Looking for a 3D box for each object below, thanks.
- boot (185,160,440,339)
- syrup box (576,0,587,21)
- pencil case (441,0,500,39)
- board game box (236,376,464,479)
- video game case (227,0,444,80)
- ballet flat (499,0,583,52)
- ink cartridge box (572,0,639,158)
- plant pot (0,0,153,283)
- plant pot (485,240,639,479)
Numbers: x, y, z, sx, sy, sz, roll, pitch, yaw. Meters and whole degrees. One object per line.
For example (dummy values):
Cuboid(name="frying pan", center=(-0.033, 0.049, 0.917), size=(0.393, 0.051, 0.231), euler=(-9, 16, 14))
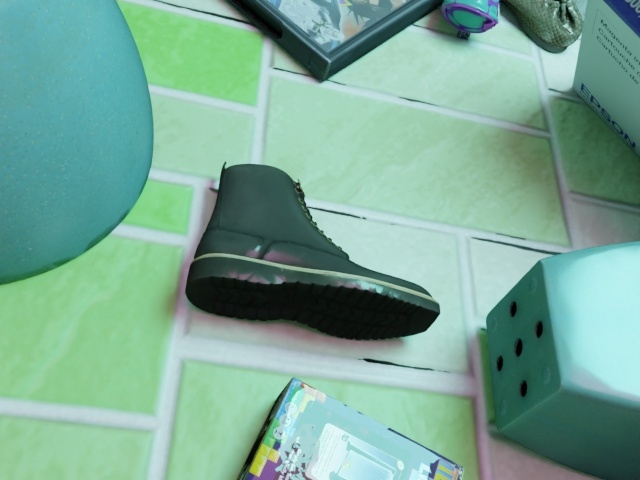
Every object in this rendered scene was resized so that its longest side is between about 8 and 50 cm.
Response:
Cuboid(name="boot", center=(0.000, 0.000, 0.556), size=(0.198, 0.076, 0.137), euler=(13, 51, -12))
Cuboid(name="syrup box", center=(0.362, -0.372, 0.896), size=(0.096, 0.093, 0.236), euler=(-29, 71, -30))
Cuboid(name="pencil case", center=(0.196, -0.316, 0.788), size=(0.070, 0.064, 0.151), euler=(24, 79, -5))
Cuboid(name="board game box", center=(0.004, 0.198, 0.443), size=(0.141, 0.048, 0.170), euler=(29, 54, -1))
Cuboid(name="video game case", center=(0.002, -0.326, 0.782), size=(0.248, 0.035, 0.275), euler=(42, 56, 10))
Cuboid(name="ballet flat", center=(0.230, -0.335, 0.850), size=(0.250, 0.058, 0.084), euler=(45, 56, 12))
Cuboid(name="ink cartridge box", center=(0.365, -0.105, 0.612), size=(0.071, 0.330, 0.324), euler=(-38, 71, 9))
Cuboid(name="plant pot", center=(-0.260, -0.139, 0.478), size=(0.291, 0.195, 0.290), euler=(9, 56, -14))
Cuboid(name="plant pot", center=(0.263, 0.098, 0.527), size=(0.235, 0.165, 0.165), euler=(9, 57, -10))
